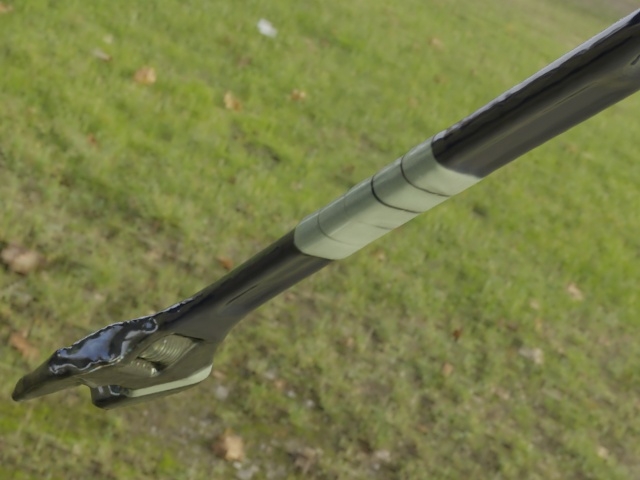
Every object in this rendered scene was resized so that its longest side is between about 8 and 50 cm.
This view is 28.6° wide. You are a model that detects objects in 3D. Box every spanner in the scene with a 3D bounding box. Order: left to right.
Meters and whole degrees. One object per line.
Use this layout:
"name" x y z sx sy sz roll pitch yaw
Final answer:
"spanner" 0.000 0.000 0.437 0.087 0.316 0.024 0 65 -48
